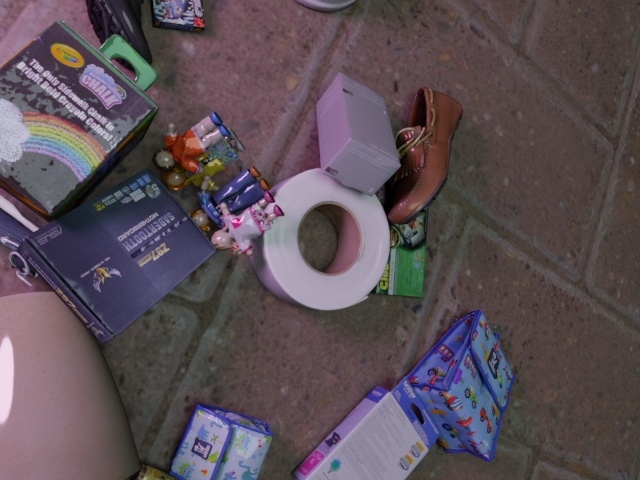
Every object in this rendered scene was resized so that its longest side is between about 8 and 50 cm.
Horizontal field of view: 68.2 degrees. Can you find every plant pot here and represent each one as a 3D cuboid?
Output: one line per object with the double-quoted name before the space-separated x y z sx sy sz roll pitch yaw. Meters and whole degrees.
"plant pot" -0.410 0.221 0.678 0.257 0.256 0.273 -5 73 -28

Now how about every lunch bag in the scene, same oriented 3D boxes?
"lunch bag" 0.363 0.329 1.143 0.293 0.138 0.220 -43 107 -36
"lunch bag" -0.179 0.380 0.859 0.151 0.096 0.128 24 78 -10

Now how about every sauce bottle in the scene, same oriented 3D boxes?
"sauce bottle" -0.270 0.434 0.833 0.128 0.042 0.042 38 71 -24

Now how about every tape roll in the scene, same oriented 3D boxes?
"tape roll" 0.000 0.000 0.966 0.286 0.100 0.285 2 86 -28

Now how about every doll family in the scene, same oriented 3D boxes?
"doll family" -0.188 -0.093 0.854 0.163 0.118 0.262 -32 100 6

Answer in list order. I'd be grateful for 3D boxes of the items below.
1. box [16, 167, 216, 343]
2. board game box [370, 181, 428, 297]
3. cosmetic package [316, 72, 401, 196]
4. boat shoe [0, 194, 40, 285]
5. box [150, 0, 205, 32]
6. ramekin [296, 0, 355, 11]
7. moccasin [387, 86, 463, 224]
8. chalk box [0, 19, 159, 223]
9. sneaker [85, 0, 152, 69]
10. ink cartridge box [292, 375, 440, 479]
"box" -0.303 0.016 0.741 0.183 0.059 0.232 53 46 -10
"board game box" 0.188 0.000 1.107 0.136 0.030 0.259 9 83 -29
"cosmetic package" 0.070 -0.217 0.955 0.127 0.107 0.237 20 41 -27
"boat shoe" -0.452 0.014 0.728 0.254 0.095 0.079 44 67 -18
"box" -0.272 -0.467 0.888 0.094 0.027 0.136 -6 90 -29
"ramekin" 0.013 -0.642 0.993 0.273 0.127 0.272 2 86 -27
"moccasin" 0.215 -0.200 1.054 0.147 0.139 0.379 29 66 -13
"chalk box" -0.382 -0.190 0.732 0.180 0.179 0.289 43 68 -18
"sneaker" -0.345 -0.438 0.809 0.130 0.109 0.286 -29 103 -32
"ink cartridge box" 0.110 0.459 1.021 0.311 0.065 0.185 -38 104 -22
